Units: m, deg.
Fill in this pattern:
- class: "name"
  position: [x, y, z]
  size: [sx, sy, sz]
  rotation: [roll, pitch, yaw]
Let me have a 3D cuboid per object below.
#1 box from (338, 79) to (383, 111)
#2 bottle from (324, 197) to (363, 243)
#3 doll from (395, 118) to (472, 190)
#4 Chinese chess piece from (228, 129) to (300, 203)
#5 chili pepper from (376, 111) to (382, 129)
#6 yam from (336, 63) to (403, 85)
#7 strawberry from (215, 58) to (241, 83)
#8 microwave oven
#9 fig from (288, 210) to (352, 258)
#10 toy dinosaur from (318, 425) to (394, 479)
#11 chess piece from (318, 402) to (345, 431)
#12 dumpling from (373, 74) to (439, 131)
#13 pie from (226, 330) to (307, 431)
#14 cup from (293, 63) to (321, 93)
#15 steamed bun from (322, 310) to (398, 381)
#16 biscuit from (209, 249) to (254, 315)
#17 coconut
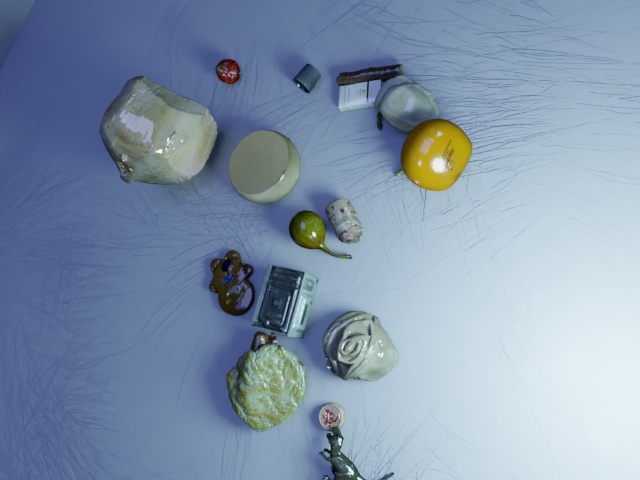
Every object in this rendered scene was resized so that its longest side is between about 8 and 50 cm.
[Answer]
- class: "box"
  position: [0.141, -0.504, 1.736]
  size: [0.154, 0.040, 0.084]
  rotation: [-2, 73, 22]
- class: "bottle"
  position: [0.083, -0.052, 1.611]
  size: [0.099, 0.099, 0.152]
  rotation: [-31, 67, 13]
- class: "doll"
  position: [0.332, -0.265, 1.519]
  size: [0.213, 0.213, 0.236]
  rotation: [-53, 22, 3]
- class: "Chinese chess piece"
  position: [-0.201, -0.264, 1.786]
  size: [0.273, 0.102, 0.273]
  rotation: [-6, 76, 23]
- class: "chili pepper"
  position: [0.202, -0.414, 1.693]
  size: [0.022, 0.027, 0.083]
  rotation: [3, 79, 28]
- class: "yam"
  position: [0.167, -0.576, 1.736]
  size: [0.241, 0.057, 0.056]
  rotation: [-1, 76, 24]
- class: "strawberry"
  position: [-0.369, -0.673, 1.972]
  size: [0.106, 0.106, 0.106]
  rotation: [-6, 74, 22]
- class: "microwave oven"
  position: [-0.113, 0.197, 1.612]
  size: [0.162, 0.122, 0.208]
  rotation: [11, 81, 26]
- class: "fig"
  position: [0.000, 0.000, 1.637]
  size: [0.236, 0.124, 0.124]
  rotation: [40, 94, 8]
- class: "toy dinosaur"
  position: [0.090, 0.625, 1.416]
  size: [0.179, 0.087, 0.187]
  rotation: [-25, 87, 24]
- class: "chess piece"
  position: [0.035, 0.533, 1.505]
  size: [0.084, 0.038, 0.083]
  rotation: [-6, 74, 24]
- class: "dumpling"
  position: [0.280, -0.436, 1.606]
  size: [0.250, 0.132, 0.162]
  rotation: [40, 97, 29]
- class: "pie"
  position: [-0.171, 0.454, 1.582]
  size: [0.257, 0.105, 0.274]
  rotation: [36, 93, 18]
- class: "cup"
  position: [-0.052, -0.597, 1.832]
  size: [0.077, 0.078, 0.100]
  rotation: [-53, 32, -3]
- class: "steamed bun"
  position: [0.097, 0.318, 1.476]
  size: [0.211, 0.144, 0.218]
  rotation: [-31, 66, 14]
- class: "biscuit"
  position: [-0.312, 0.151, 1.761]
  size: [0.180, 0.039, 0.236]
  rotation: [-29, 68, 13]
- class: "coconut"
  position: [-0.612, -0.370, 1.837]
  size: [0.405, 0.404, 0.404]
  rotation: [-6, 74, 22]
